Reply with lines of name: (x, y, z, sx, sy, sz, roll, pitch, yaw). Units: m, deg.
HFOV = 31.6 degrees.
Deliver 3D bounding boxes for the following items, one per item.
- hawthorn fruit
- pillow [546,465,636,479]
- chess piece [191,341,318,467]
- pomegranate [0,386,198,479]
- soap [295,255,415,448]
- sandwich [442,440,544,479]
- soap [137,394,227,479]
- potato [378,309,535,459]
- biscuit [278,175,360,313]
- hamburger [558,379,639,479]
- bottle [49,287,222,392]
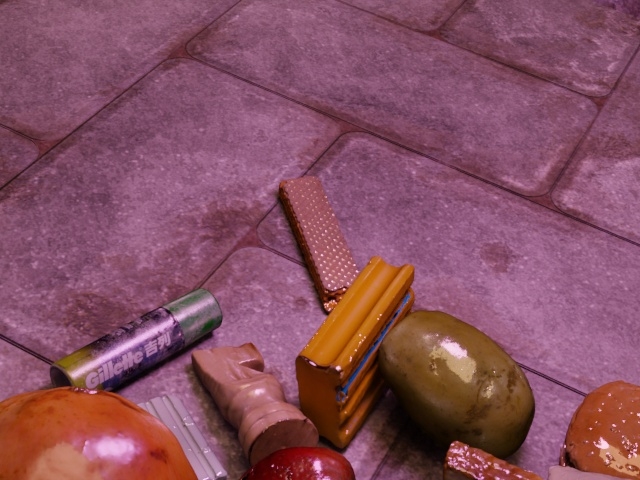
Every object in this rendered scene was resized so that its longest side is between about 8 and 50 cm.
hawthorn fruit: (-0.056, 0.406, 1.811, 0.235, 0.181, 0.181, 13, 42, -3)
pillow: (0.479, 0.476, 1.781, 0.274, 0.076, 0.281, 9, 39, 15)
chess piece: (-0.128, 0.278, 2.001, 0.137, 0.137, 0.301, -14, 36, -25)
pomegranate: (-0.367, 0.416, 1.622, 0.410, 0.410, 0.410, 6, 42, -5)
soap: (0.068, 0.199, 2.051, 0.096, 0.204, 0.324, 15, 39, 23)
sandwich: (0.258, 0.434, 1.812, 0.186, 0.215, 0.065, 20, 41, 11)
soap: (-0.254, 0.359, 1.907, 0.119, 0.067, 0.198, -16, 48, -28)
potato: (0.244, 0.255, 1.995, 0.304, 0.216, 0.216, 51, 51, 3)
biscuit: (0.000, 0.000, 2.363, 0.094, 0.054, 0.379, -6, 44, -16)
hamburger: (0.573, 0.380, 1.992, 0.283, 0.145, 0.259, 23, 44, 11)
bottle: (-0.329, 0.190, 2.060, 0.330, 0.093, 0.093, -29, 54, -35)
